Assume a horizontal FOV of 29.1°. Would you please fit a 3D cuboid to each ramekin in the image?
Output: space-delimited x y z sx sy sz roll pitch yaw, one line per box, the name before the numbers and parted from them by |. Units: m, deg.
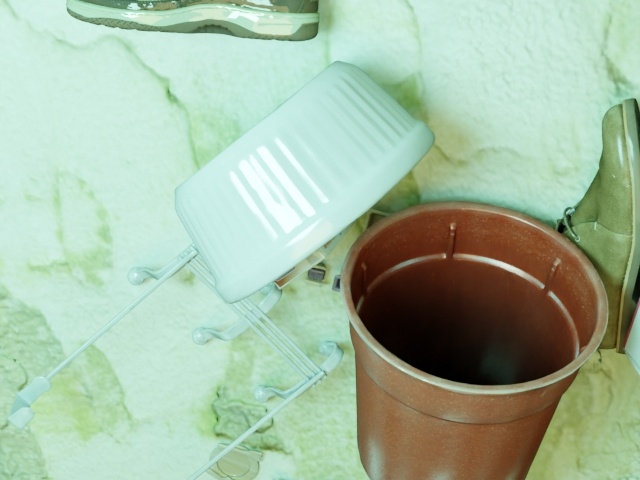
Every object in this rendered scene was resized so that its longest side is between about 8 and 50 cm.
ramekin | -0.026 -0.068 1.247 0.273 0.273 0.127 -36 96 23

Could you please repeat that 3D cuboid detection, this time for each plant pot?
plant pot | 0.147 0.145 1.337 0.272 0.272 0.265 8 133 3

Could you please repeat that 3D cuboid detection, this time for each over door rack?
over door rack | -0.170 0.157 1.453 0.324 0.108 0.239 -44 107 4

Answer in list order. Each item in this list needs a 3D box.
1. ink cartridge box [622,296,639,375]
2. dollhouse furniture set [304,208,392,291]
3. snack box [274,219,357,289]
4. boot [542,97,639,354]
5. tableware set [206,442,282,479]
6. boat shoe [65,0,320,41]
ink cartridge box | 0.487 0.066 1.276 0.283 0.117 0.207 5 115 -18
dollhouse furniture set | 0.035 0.022 1.383 0.091 0.081 0.114 14 120 0
snack box | 0.000 0.000 1.320 0.064 0.178 0.022 -36 95 23
boot | 0.294 -0.009 1.326 0.115 0.112 0.305 6 122 16
tableware set | -0.101 0.341 1.612 0.141 0.020 0.168 29 118 -9
boat shoe | -0.128 -0.260 1.253 0.257 0.095 0.095 4 105 -2
